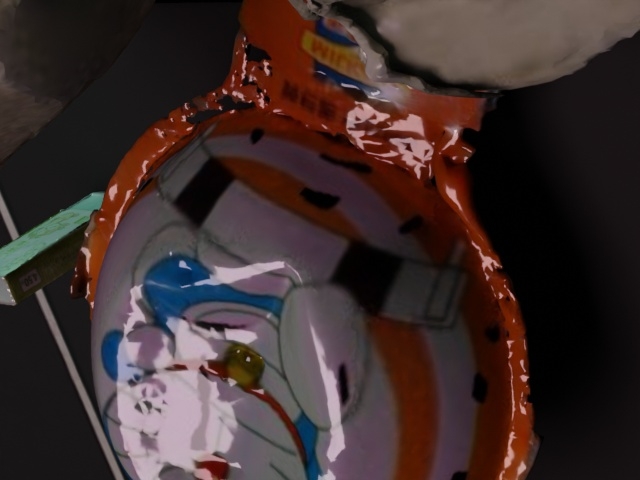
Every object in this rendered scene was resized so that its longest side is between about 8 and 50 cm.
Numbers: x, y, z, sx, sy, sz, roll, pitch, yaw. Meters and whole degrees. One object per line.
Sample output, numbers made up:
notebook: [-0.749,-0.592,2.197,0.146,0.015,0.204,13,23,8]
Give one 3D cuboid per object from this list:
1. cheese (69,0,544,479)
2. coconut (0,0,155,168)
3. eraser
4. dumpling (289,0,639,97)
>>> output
cheese: [0.000,0.000,0.657,0.217,0.129,0.329,28,121,24]
coconut: [-0.181,-0.151,0.595,0.309,0.297,0.297,43,145,25]
eraser: [-0.129,0.003,0.848,0.038,0.083,0.019,4,121,49]
dumpling: [0.049,-0.148,0.476,0.172,0.142,0.247,-7,133,19]
